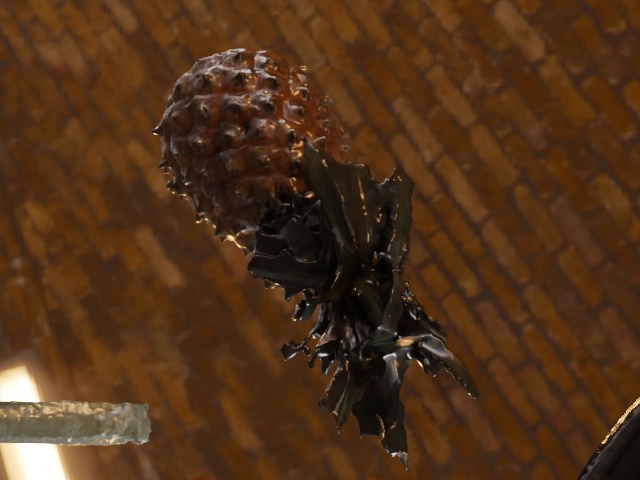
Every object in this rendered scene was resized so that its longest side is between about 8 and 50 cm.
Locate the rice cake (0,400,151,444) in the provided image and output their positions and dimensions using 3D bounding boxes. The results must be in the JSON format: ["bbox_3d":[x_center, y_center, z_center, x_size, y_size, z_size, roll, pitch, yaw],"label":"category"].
[{"bbox_3d":[-0.145,0.091,0.726,0.021,0.121,0.022,141,-50,-60],"label":"rice cake"}]

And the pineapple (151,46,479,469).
[{"bbox_3d":[0.003,-0.002,1.130,0.364,0.165,0.165,53,-42,36],"label":"pineapple"}]

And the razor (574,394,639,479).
[{"bbox_3d":[0.206,0.142,0.851,0.148,0.090,0.054,-56,-171,6],"label":"razor"}]
